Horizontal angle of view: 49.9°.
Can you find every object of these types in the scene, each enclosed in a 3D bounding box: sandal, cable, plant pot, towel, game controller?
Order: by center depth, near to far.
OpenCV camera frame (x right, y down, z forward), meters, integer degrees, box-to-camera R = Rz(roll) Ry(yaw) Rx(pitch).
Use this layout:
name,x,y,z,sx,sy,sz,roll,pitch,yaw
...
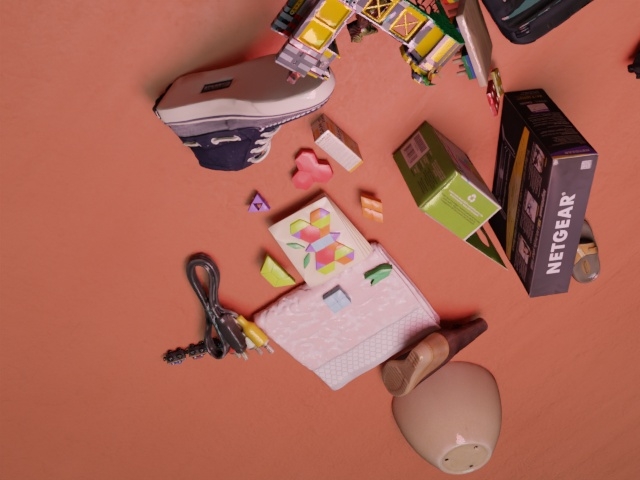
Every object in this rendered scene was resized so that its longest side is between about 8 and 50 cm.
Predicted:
name,x,y,z,sx,sy,sz,roll,pitch,yaw
game controller,0.414,-0.465,1.114,0.319,0.067,0.166,-34,111,16
cable,-0.219,0.151,1.484,0.139,0.072,0.287,-16,112,27
sandal,0.571,0.031,1.515,0.090,0.060,0.219,-26,127,11
towel,0.069,0.183,1.557,0.332,0.053,0.317,-33,126,15
plant pot,0.338,0.472,1.739,0.284,0.191,0.284,-4,128,-6

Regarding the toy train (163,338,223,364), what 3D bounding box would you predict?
name,x,y,z,sx,sy,sz,roll,pitch,yaw
toy train,-0.281,0.254,1.570,0.158,0.027,0.036,-16,139,2

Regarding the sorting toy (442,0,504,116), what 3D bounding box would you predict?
name,x,y,z,sx,sy,sz,roll,pitch,yaw
sorting toy,0.244,-0.333,1.141,0.046,0.132,0.274,-10,131,28

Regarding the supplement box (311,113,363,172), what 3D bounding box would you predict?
name,x,y,z,sx,sy,sz,roll,pitch,yaw
supplement box,0.031,-0.178,1.261,0.036,0.062,0.098,-39,124,21

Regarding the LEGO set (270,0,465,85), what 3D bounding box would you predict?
name,x,y,z,sx,sy,sz,roll,pitch,yaw
LEGO set,0.041,-0.328,0.996,0.255,0.331,0.192,16,132,-36

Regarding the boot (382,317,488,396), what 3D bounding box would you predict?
name,x,y,z,sx,sy,sz,roll,pitch,yaw
boot,0.269,0.277,1.623,0.206,0.090,0.248,-18,157,-28

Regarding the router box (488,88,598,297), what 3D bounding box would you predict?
name,x,y,z,sx,sy,sz,roll,pitch,yaw
router box,0.401,-0.088,1.279,0.081,0.243,0.309,-7,129,-4

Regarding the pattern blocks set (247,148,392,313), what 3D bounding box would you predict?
name,x,y,z,sx,sy,sz,roll,pitch,yaw
pattern blocks set,0.000,0.000,1.380,0.325,0.026,0.285,39,110,-22

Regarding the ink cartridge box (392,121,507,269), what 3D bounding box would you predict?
name,x,y,z,sx,sy,sz,roll,pitch,yaw
ink cartridge box,0.275,-0.083,1.298,0.255,0.189,0.097,31,116,-30

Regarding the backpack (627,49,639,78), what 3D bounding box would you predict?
name,x,y,z,sx,sy,sz,roll,pitch,yaw
backpack,0.668,-0.319,1.226,0.182,0.115,0.152,18,120,-25

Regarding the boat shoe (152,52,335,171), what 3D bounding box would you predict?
name,x,y,z,sx,sy,sz,roll,pitch,yaw
boat shoe,-0.102,-0.201,1.128,0.340,0.127,0.158,3,143,34
